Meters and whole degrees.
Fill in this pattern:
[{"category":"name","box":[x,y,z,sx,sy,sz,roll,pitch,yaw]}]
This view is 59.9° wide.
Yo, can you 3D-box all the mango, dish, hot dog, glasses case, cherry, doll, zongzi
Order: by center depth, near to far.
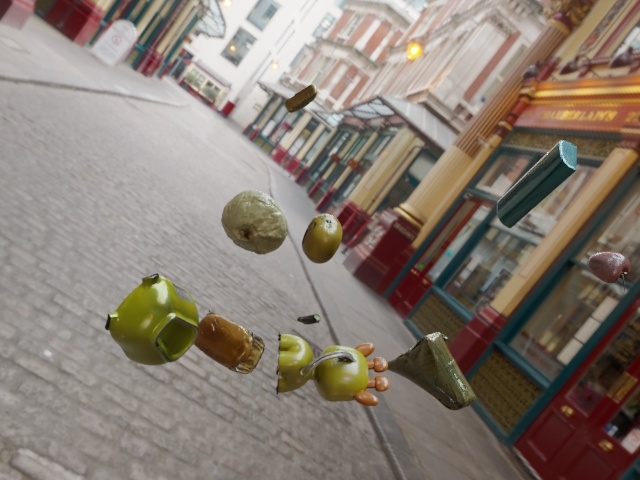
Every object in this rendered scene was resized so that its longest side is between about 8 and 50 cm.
[{"category":"doll","box":[0.022,0.245,1.061,0.220,0.135,0.143,7,38,-2]},{"category":"hot dog","box":[-0.039,-0.323,1.269,0.034,0.090,0.030,4,63,-59]},{"category":"dish","box":[-0.392,0.217,1.386,0.108,0.221,0.262,29,-21,29]},{"category":"mango","box":[0.000,0.000,1.508,0.098,0.137,0.195,20,-16,-4]},{"category":"zongzi","box":[0.311,0.423,1.660,0.115,0.256,0.228,-8,65,-49]},{"category":"glasses case","box":[0.654,-0.169,1.700,0.070,0.301,0.117,28,49,-7]},{"category":"cherry","box":[0.895,0.082,1.726,0.126,0.106,0.087,17,-45,30]}]

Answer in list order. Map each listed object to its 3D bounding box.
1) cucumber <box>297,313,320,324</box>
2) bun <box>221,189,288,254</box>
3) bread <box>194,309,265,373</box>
[{"category":"cucumber","box":[-0.043,0.289,2.004,0.033,0.034,0.135,44,-35,-17]},{"category":"bun","box":[-0.206,-0.044,1.724,0.220,0.220,0.134,38,42,-4]},{"category":"bread","box":[-0.303,0.327,1.783,0.241,0.136,0.107,20,-15,35]}]
